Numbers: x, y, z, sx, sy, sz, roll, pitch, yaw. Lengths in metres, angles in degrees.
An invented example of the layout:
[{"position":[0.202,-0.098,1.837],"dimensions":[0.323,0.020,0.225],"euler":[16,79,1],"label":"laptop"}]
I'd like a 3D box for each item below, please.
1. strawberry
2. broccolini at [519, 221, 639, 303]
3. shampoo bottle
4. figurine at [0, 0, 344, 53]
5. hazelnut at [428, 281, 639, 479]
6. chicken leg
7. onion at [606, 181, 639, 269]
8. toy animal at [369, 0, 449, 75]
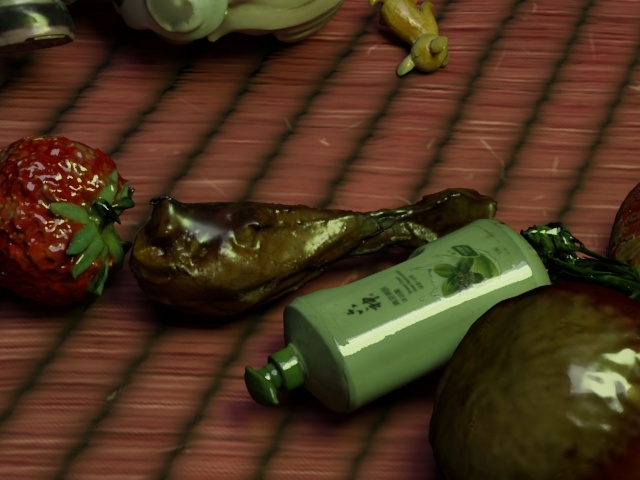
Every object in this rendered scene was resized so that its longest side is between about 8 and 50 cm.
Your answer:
[{"position":[-0.220,-0.020,1.174],"dimensions":[0.148,0.131,0.131],"euler":[19,49,7],"label":"strawberry"},{"position":[0.265,0.078,1.134],"dimensions":[0.271,0.123,0.062],"euler":[29,73,34],"label":"broccolini"},{"position":[0.050,0.065,1.144],"dimensions":[0.234,0.087,0.118],"euler":[-22,27,-19],"label":"shampoo bottle"},{"position":[-0.135,-0.274,1.351],"dimensions":[0.362,0.211,0.253],"euler":[-1,49,-6],"label":"figurine"},{"position":[0.184,0.135,1.056],"dimensions":[0.208,0.208,0.208],"euler":[4,48,-4],"label":"hazelnut"},{"position":[0.000,0.000,1.197],"dimensions":[0.305,0.113,0.093],"euler":[-8,69,-17],"label":"chicken leg"},{"position":[0.322,0.004,1.208],"dimensions":[0.184,0.147,0.184],"euler":[0,62,0],"label":"onion"},{"position":[0.085,-0.192,1.412],"dimensions":[0.081,0.060,0.083],"euler":[30,35,-36],"label":"toy animal"}]
